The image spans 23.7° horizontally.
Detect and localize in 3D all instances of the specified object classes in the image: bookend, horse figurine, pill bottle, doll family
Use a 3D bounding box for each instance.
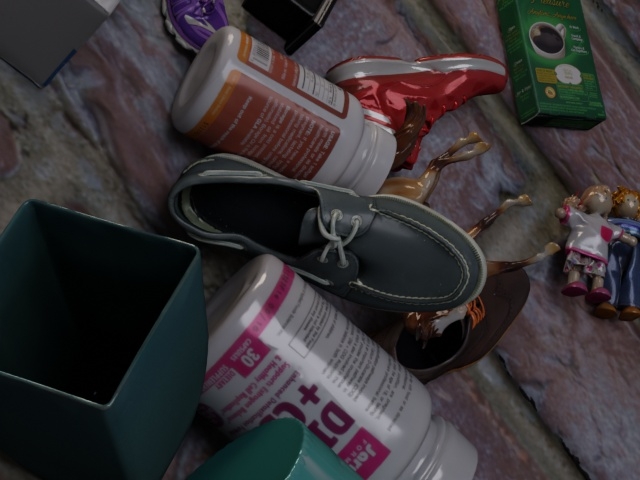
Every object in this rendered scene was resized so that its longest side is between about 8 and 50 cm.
[{"bbox_3d":[-0.047,-0.317,1.674,0.157,0.072,0.156,36,56,-14],"label":"bookend"},{"bbox_3d":[0.122,-0.023,1.574,0.174,0.066,0.263,-31,56,2],"label":"horse figurine"},{"bbox_3d":[-0.035,-0.119,1.567,0.216,0.121,0.121,29,58,-19],"label":"pill bottle"},{"bbox_3d":[0.384,0.020,1.794,0.263,0.118,0.163,15,68,-6],"label":"doll family"},{"bbox_3d":[0.004,0.159,1.447,0.283,0.160,0.160,41,54,-11],"label":"pill bottle"}]

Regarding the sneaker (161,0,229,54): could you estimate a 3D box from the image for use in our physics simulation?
[{"bbox_3d":[-0.132,-0.273,1.602,0.068,0.071,0.170,-12,78,-35],"label":"sneaker"}]

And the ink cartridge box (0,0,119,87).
[{"bbox_3d":[-0.250,-0.309,1.481,0.168,0.171,0.233,37,55,-14],"label":"ink cartridge box"}]

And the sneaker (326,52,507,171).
[{"bbox_3d":[0.115,-0.138,1.706,0.221,0.087,0.128,-4,81,-21],"label":"sneaker"}]

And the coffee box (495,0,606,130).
[{"bbox_3d":[0.280,-0.227,1.860,0.113,0.040,0.184,1,70,-32],"label":"coffee box"}]

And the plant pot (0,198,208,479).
[{"bbox_3d":[-0.192,0.119,1.289,0.165,0.234,0.166,15,53,18],"label":"plant pot"}]

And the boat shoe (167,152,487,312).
[{"bbox_3d":[0.000,0.000,1.464,0.319,0.116,0.099,20,14,13],"label":"boat shoe"}]

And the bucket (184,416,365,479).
[{"bbox_3d":[-0.046,0.297,1.287,0.183,0.281,0.281,48,53,-11],"label":"bucket"}]

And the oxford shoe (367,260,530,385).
[{"bbox_3d":[0.145,0.090,1.604,0.271,0.098,0.097,-33,89,-37],"label":"oxford shoe"}]
